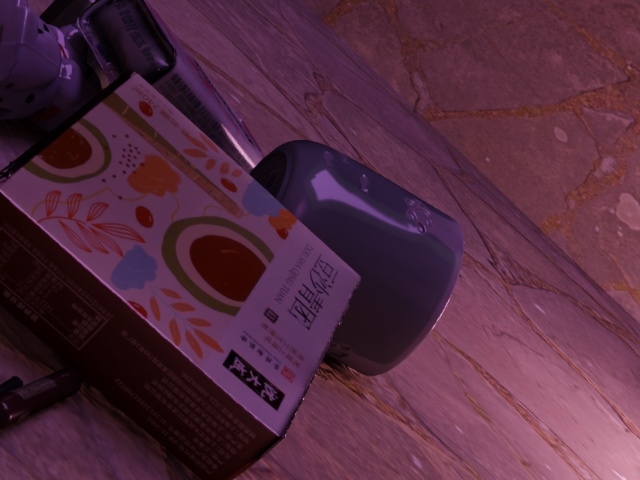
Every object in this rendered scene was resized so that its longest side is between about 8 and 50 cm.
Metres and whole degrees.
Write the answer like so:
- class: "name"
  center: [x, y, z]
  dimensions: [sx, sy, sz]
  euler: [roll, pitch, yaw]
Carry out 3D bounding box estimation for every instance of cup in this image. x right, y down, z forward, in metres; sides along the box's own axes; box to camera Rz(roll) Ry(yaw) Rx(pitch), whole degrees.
- class: "cup"
  center: [0.000, 0.000, 1.651]
  dimensions: [0.274, 0.259, 0.356]
  euler: [31, 5, -23]

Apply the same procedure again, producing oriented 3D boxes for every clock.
- class: "clock"
  center: [-0.389, -0.224, 1.569]
  dimensions: [0.189, 0.189, 0.254]
  euler: [49, 15, 29]

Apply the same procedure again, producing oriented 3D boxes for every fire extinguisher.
- class: "fire extinguisher"
  center: [-0.284, 0.147, 1.079]
  dimensions: [0.049, 0.035, 0.173]
  euler: [45, 16, 7]

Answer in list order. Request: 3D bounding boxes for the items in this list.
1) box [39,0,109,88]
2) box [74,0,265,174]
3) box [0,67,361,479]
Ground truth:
- class: "box"
  center: [-0.360, -0.333, 1.898]
  dimensions: [0.129, 0.148, 0.210]
  euler: [54, 21, 8]
- class: "box"
  center: [-0.204, -0.198, 1.672]
  dimensions: [0.190, 0.112, 0.370]
  euler: [56, 4, 33]
- class: "box"
  center: [-0.167, 0.026, 1.284]
  dimensions: [0.385, 0.122, 0.344]
  euler: [43, 31, -7]
